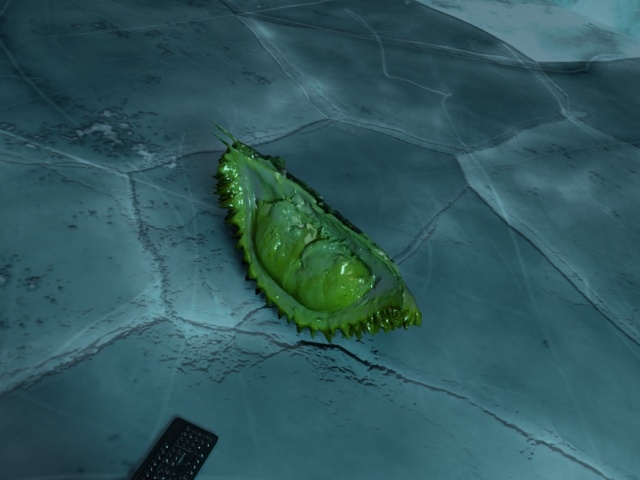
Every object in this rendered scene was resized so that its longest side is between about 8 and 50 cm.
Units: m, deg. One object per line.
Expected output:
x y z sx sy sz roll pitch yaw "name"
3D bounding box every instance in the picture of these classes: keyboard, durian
-0.151 0.229 0.642 0.053 0.010 0.155 21 39 10 "keyboard"
0.000 0.000 0.843 0.158 0.169 0.352 -20 49 -35 "durian"
